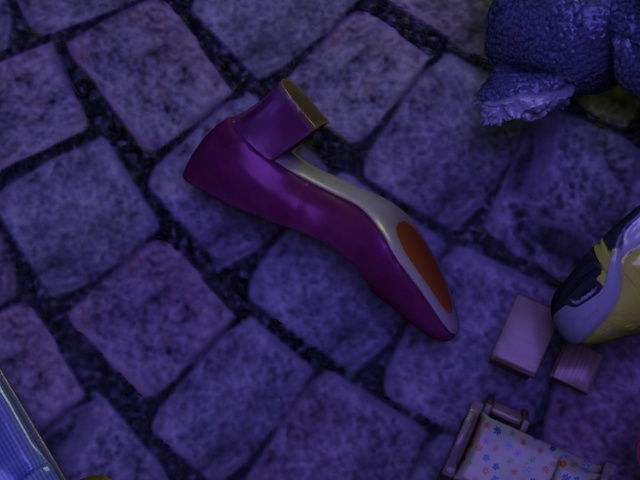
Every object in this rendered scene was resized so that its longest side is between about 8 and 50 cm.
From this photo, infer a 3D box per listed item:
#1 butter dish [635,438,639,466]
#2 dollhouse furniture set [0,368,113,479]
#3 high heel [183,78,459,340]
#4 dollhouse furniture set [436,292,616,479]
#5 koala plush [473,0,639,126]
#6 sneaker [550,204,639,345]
[{"bbox_3d":[0.329,0.167,1.023,0.160,0.118,0.160,-36,116,-12],"label":"butter dish"},{"bbox_3d":[-0.325,0.153,1.007,0.303,0.198,0.286,-30,75,-10],"label":"dollhouse furniture set"},{"bbox_3d":[0.000,0.000,1.138,0.117,0.082,0.244,-39,90,20],"label":"high heel"},{"bbox_3d":[0.199,0.142,1.064,0.182,0.101,0.161,24,73,7],"label":"dollhouse furniture set"},{"bbox_3d":[0.229,-0.165,1.132,0.221,0.203,0.196,3,71,13],"label":"koala plush"},{"bbox_3d":[0.354,0.004,1.078,0.385,0.145,0.147,-22,75,-12],"label":"sneaker"}]
